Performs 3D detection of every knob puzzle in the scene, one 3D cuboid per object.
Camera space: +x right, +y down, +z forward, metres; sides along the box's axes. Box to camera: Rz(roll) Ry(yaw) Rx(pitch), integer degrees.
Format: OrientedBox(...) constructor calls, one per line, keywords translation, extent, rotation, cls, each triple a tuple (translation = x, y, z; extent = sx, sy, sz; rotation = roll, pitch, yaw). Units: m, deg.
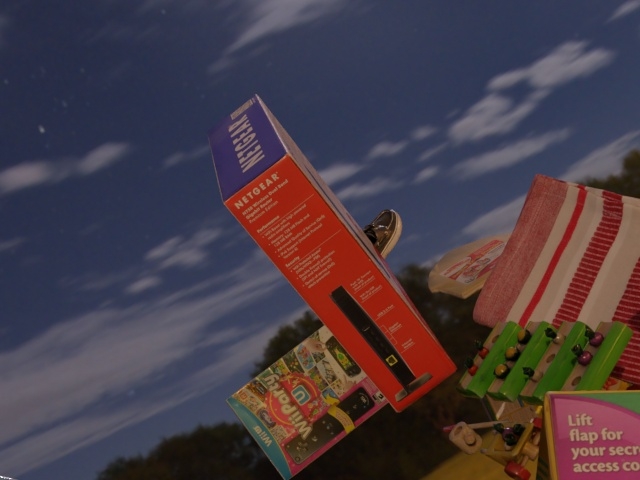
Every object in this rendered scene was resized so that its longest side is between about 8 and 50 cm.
OrientedBox(translation=(0.267, 0.044, 1.679), extent=(0.213, 0.030, 0.213), rotation=(-25, 16, 8), cls="knob puzzle")

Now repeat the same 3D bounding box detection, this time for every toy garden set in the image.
OrientedBox(translation=(0.218, 0.170, 1.147), extent=(0.203, 0.049, 0.244), rotation=(-54, 16, -19), cls="toy garden set")

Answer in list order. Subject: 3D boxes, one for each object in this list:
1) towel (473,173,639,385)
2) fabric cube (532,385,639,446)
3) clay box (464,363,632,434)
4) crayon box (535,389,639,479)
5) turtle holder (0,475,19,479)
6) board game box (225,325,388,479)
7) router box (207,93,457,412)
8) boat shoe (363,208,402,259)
OrientedBox(translation=(0.369, 0.047, 1.324), extent=(0.037, 0.329, 0.237), rotation=(28, -95, -40), cls="towel")
OrientedBox(translation=(0.493, 0.203, 1.650), extent=(0.258, 0.254, 0.259), rotation=(-58, 13, 39), cls="fabric cube")
OrientedBox(translation=(0.335, 0.189, 1.422), extent=(0.222, 0.127, 0.053), rotation=(-23, -6, -9), cls="clay box")
OrientedBox(translation=(0.352, 0.224, 0.761), extent=(0.363, 0.106, 0.313), rotation=(-3, -35, 7), cls="crayon box")
OrientedBox(translation=(-0.445, 0.440, 1.357), extent=(0.227, 0.243, 0.320), rotation=(2, -14, -34), cls="turtle holder")
OrientedBox(translation=(-0.021, 0.350, 2.187), extent=(0.303, 0.224, 0.097), rotation=(-37, -7, -7), cls="board game box")
OrientedBox(translation=(0.000, 0.000, 1.138), extent=(0.082, 0.301, 0.335), rotation=(-37, 21, 4), cls="router box")
OrientedBox(translation=(0.075, 0.001, 1.391), extent=(0.049, 0.040, 0.142), rotation=(-6, 40, 35), cls="boat shoe")
